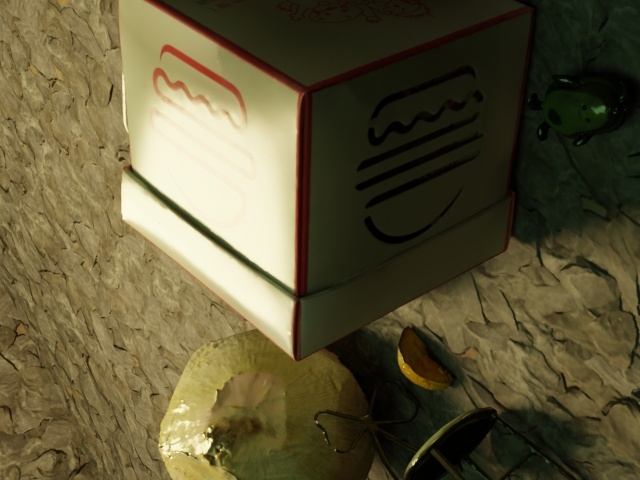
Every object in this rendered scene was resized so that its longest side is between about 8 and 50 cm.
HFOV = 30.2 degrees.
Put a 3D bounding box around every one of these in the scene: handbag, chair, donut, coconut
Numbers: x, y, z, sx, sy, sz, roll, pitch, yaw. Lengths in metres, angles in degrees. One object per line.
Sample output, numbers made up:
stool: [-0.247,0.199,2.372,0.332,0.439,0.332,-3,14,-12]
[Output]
handbag: [0.248,-0.126,1.106,0.111,0.047,0.072,0,114,59]
chair: [0.154,0.263,1.444,0.326,0.160,0.170,46,141,27]
donut: [0.132,0.158,1.517,0.083,0.067,0.038,24,134,1]
coconut: [-0.074,0.265,1.642,0.297,0.297,0.254,44,164,29]

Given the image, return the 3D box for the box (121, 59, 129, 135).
box: [-0.132,-0.218,1.488,0.193,0.167,0.294,45,145,30]

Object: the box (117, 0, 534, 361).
box: [-0.001,-0.120,1.228,0.312,0.314,0.300,35,137,38]
